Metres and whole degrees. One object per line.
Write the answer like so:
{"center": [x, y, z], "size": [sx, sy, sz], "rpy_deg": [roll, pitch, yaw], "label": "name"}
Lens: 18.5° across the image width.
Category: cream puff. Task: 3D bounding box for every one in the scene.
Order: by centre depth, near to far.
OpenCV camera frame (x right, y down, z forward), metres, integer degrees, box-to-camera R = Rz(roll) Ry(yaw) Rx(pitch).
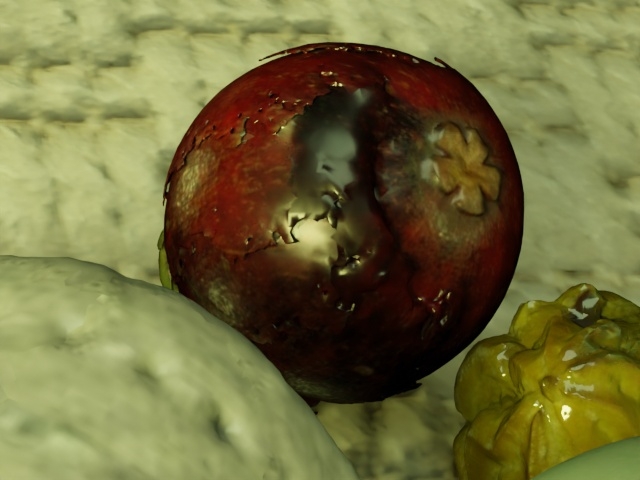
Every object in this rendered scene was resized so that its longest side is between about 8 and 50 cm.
{"center": [0.125, 0.072, 0.848], "size": [0.146, 0.116, 0.146], "rpy_deg": [6, 39, -5], "label": "cream puff"}

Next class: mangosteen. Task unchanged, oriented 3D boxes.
{"center": [0.000, 0.000, 0.866], "size": [0.166, 0.180, 0.166], "rpy_deg": [18, 55, -28], "label": "mangosteen"}

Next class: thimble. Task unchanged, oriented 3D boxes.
{"center": [-0.115, 0.125, 0.621], "size": [0.246, 0.217, 0.157], "rpy_deg": [9, 35, 16], "label": "thimble"}

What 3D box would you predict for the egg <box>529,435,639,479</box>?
{"center": [0.123, 0.159, 0.682], "size": [0.183, 0.182, 0.264], "rpy_deg": [31, 33, 20], "label": "egg"}
